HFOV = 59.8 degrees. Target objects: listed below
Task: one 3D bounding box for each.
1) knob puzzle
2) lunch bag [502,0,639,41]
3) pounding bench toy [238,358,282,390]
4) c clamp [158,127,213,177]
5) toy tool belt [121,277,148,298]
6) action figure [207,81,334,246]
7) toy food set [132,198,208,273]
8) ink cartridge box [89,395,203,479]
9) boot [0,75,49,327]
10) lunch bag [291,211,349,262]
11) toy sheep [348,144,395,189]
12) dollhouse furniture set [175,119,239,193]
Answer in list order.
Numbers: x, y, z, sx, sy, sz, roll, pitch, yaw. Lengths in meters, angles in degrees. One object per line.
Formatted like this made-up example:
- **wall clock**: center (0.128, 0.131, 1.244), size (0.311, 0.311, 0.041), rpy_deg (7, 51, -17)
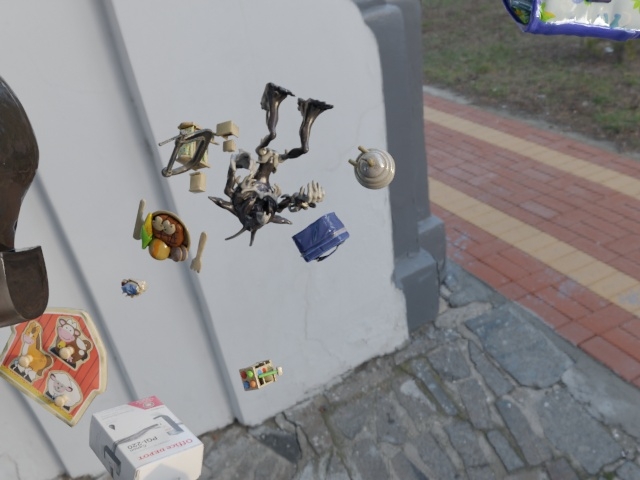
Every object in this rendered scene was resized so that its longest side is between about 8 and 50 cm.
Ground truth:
- **knob puzzle**: center (-0.436, 0.194, 0.914), size (0.213, 0.213, 0.030), rpy_deg (-2, 10, 11)
- **lunch bag**: center (0.235, -0.258, 0.512), size (0.129, 0.151, 0.096), rpy_deg (-2, -8, -13)
- **pounding bench toy**: center (-0.134, 0.303, 1.254), size (0.083, 0.052, 0.065), rpy_deg (-21, -6, 41)
- **c clamp**: center (-0.276, -0.173, 1.101), size (0.137, 0.160, 0.022), rpy_deg (-34, 80, -35)
- **toy tool belt**: center (-0.508, 0.129, 1.487), size (0.083, 0.052, 0.051), rpy_deg (3, 42, 21)
- **action figure**: center (-0.082, -0.113, 0.920), size (0.164, 0.275, 0.141), rpy_deg (16, 6, -24)
- **toy food set**: center (-0.357, -0.005, 1.284), size (0.192, 0.132, 0.038), rpy_deg (26, 30, 10)
- **ink cartridge box**: center (-0.378, 0.442, 1.198), size (0.159, 0.092, 0.218), rpy_deg (-6, 24, -44)
- **boot**: center (-0.422, -0.028, 0.547), size (0.281, 0.264, 0.096), rpy_deg (-8, 6, 8)
- **lunch bag**: center (0.000, 0.000, 1.009), size (0.098, 0.065, 0.067), rpy_deg (-34, -5, 22)
- **toy sheep**: center (0.104, -0.143, 1.102), size (0.091, 0.091, 0.132), rpy_deg (2, 0, 17)
- **dollhouse furniture set**: center (-0.324, -0.245, 1.583), size (0.161, 0.101, 0.181), rpy_deg (-8, 74, 26)
